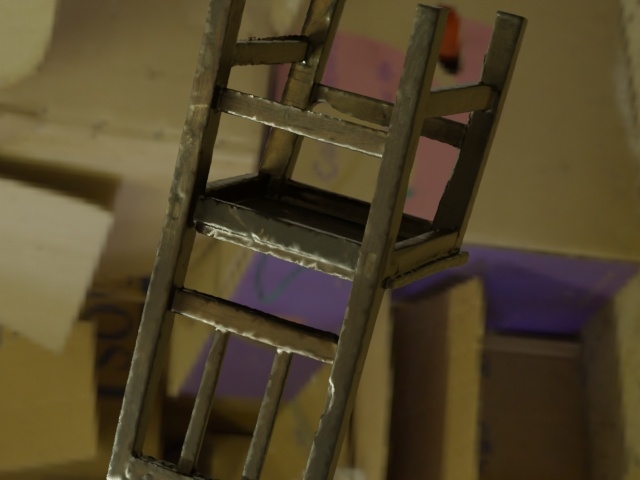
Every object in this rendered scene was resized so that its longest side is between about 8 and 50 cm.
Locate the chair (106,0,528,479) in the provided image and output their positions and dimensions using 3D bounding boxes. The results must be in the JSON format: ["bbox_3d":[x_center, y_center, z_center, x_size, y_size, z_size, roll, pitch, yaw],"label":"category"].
[{"bbox_3d":[0.000,0.000,1.316,0.240,0.203,0.416,-20,-55,-70],"label":"chair"}]
